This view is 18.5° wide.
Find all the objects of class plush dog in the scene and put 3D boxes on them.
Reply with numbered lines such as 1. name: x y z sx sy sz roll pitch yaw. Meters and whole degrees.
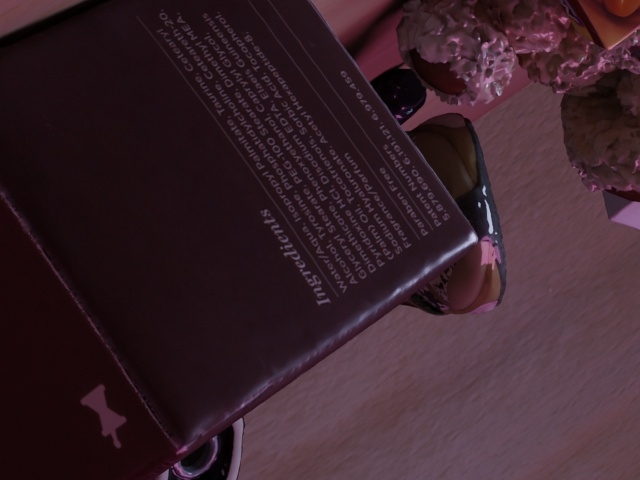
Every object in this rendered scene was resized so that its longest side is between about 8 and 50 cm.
1. plush dog: 0.218 -0.172 1.361 0.225 0.262 0.210 -22 -137 56

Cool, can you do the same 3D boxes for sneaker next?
1. sneaker: 0.000 0.000 1.506 0.182 0.158 0.410 -17 -174 -24

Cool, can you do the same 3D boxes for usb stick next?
1. usb stick: -0.009 -0.070 1.814 0.278 0.045 0.077 -37 -176 35

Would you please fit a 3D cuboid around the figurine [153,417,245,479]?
1. figurine: -0.194 0.117 1.253 0.215 0.092 0.209 1 -170 -39

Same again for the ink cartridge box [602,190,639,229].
1. ink cartridge box: 0.337 -0.153 1.569 0.198 0.270 0.197 16 142 -34

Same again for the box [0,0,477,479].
1. box: -0.081 0.006 0.818 0.203 0.167 0.168 -32 177 -45

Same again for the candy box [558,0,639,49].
1. candy box: 0.218 -0.217 1.207 0.186 0.109 0.053 -36 -155 -2
